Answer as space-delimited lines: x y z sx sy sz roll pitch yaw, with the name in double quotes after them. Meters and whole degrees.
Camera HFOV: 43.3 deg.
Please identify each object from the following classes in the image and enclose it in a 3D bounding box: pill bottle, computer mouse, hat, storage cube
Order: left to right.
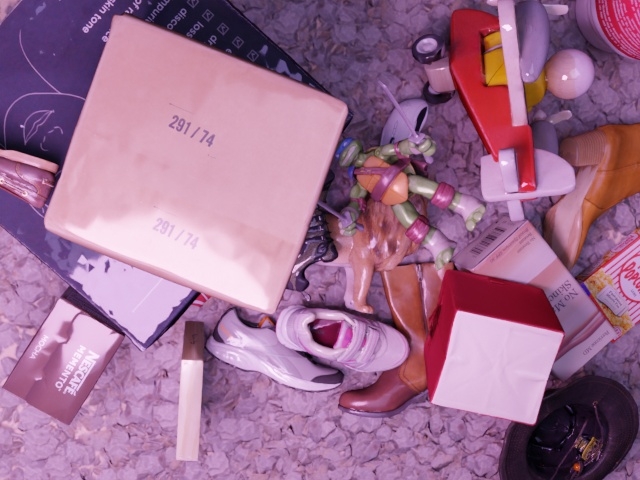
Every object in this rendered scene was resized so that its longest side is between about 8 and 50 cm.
0.138 -0.189 1.493 0.042 0.106 0.193 39 69 -51 "computer mouse"
0.298 0.181 1.411 0.215 0.193 0.184 13 109 1 "storage cube"
0.463 0.373 1.601 0.331 0.134 0.331 -10 117 -20 "hat"
0.614 -0.430 1.384 0.229 0.407 0.229 -1 97 -10 "pill bottle"

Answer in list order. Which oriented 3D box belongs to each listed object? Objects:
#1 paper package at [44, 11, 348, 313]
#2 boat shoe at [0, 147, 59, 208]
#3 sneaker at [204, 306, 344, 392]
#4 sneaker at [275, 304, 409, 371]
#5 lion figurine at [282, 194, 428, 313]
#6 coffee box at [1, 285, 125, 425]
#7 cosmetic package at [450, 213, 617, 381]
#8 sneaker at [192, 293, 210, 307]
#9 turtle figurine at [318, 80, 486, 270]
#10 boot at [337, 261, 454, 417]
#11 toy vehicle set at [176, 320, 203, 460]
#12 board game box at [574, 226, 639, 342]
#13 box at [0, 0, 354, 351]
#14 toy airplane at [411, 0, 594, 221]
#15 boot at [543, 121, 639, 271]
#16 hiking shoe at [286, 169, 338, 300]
-0.161 -0.096 1.083 0.324 0.168 0.310 20 92 -4 "paper package"
-0.472 -0.105 1.112 0.207 0.073 0.073 19 88 -3 "boat shoe"
-0.075 0.210 1.513 0.271 0.100 0.108 23 88 -11 "sneaker"
0.049 0.183 1.457 0.252 0.111 0.103 12 83 -15 "sneaker"
0.000 0.000 1.478 0.392 0.142 0.240 7 87 -6 "lion figurine"
-0.408 0.165 1.348 0.119 0.297 0.168 33 91 -12 "coffee box"
0.412 0.109 1.563 0.153 0.129 0.296 -43 102 -2 "cosmetic package"
-0.253 0.077 1.492 0.118 0.042 0.067 37 87 -14 "sneaker"
0.126 -0.073 1.319 0.266 0.275 0.198 34 79 1 "turtle figurine"
0.147 0.188 1.550 0.264 0.096 0.281 -9 95 -2 "boot"
-0.226 0.252 1.406 0.035 0.267 0.166 3 98 -9 "toy vehicle set"
0.620 0.089 1.638 0.193 0.045 0.147 -39 102 -3 "board game box"
-0.282 -0.167 1.300 0.472 0.297 0.480 42 89 -2 "box"
0.349 -0.232 1.377 0.272 0.386 0.384 -23 101 4 "toy airplane"
0.557 -0.081 1.582 0.211 0.104 0.295 -8 113 -23 "boot"
-0.013 -0.013 1.397 0.114 0.086 0.227 25 91 1 "hiking shoe"
